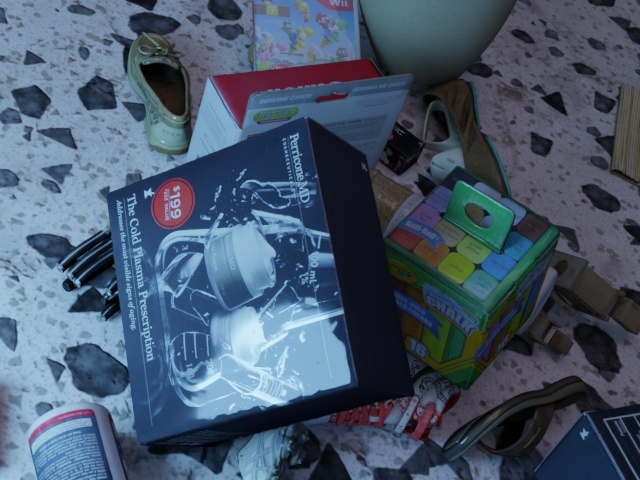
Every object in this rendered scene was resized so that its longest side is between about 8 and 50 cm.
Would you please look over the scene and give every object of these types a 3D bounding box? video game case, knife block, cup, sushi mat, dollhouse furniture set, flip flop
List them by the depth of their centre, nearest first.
[{"bbox_3d":[0.300,0.275,1.524,0.277,0.112,0.080,-12,70,-36],"label":"flip flop"},{"bbox_3d":[-0.276,-0.007,1.549,0.242,0.088,0.275,5,49,-19],"label":"knife block"},{"bbox_3d":[0.427,0.134,1.732,0.182,0.101,0.161,37,85,-27],"label":"dollhouse furniture set"},{"bbox_3d":[-0.024,-0.337,1.906,0.204,0.025,0.285,2,72,-15],"label":"video game case"},{"bbox_3d":[0.213,-0.446,2.007,0.331,0.237,0.331,7,32,-5],"label":"cup"},{"bbox_3d":[0.691,-0.212,2.162,0.151,0.019,0.316,23,45,-1],"label":"sushi mat"}]

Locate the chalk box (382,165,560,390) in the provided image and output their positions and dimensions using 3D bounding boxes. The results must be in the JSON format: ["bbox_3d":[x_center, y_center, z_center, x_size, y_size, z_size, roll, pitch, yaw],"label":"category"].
[{"bbox_3d":[0.198,0.038,1.421,0.180,0.289,0.179,35,62,22],"label":"chalk box"}]

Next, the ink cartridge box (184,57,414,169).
[{"bbox_3d":[-0.036,-0.197,1.686,0.310,0.271,0.130,-12,55,-30],"label":"ink cartridge box"}]

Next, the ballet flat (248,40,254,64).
[{"bbox_3d":[-0.023,-0.338,1.956,0.232,0.073,0.080,15,46,-8],"label":"ballet flat"}]

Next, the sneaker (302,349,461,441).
[{"bbox_3d":[0.084,0.234,1.473,0.270,0.090,0.145,-21,58,-38],"label":"sneaker"}]

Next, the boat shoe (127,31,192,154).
[{"bbox_3d":[-0.270,-0.276,1.792,0.105,0.089,0.285,-4,51,-24],"label":"boat shoe"}]

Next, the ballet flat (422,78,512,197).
[{"bbox_3d":[0.255,-0.175,1.907,0.124,0.116,0.342,-8,50,-2],"label":"ballet flat"}]

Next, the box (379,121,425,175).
[{"bbox_3d":[0.138,-0.172,1.884,0.083,0.052,0.062,40,49,14],"label":"box"}]

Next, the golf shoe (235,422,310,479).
[{"bbox_3d":[-0.080,0.314,1.371,0.086,0.069,0.176,1,49,29],"label":"golf shoe"}]

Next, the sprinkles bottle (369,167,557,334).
[{"bbox_3d":[0.201,0.015,1.666,0.355,0.121,0.121,31,46,18],"label":"sprinkles bottle"}]

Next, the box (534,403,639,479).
[{"bbox_3d":[0.510,0.386,1.437,0.294,0.182,0.296,-3,50,-25],"label":"box"}]

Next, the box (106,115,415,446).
[{"bbox_3d":[-0.082,0.064,1.319,0.179,0.313,0.343,24,51,-61],"label":"box"}]

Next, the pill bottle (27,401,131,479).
[{"bbox_3d":[-0.287,0.300,1.256,0.108,0.108,0.180,-6,52,-26],"label":"pill bottle"}]
